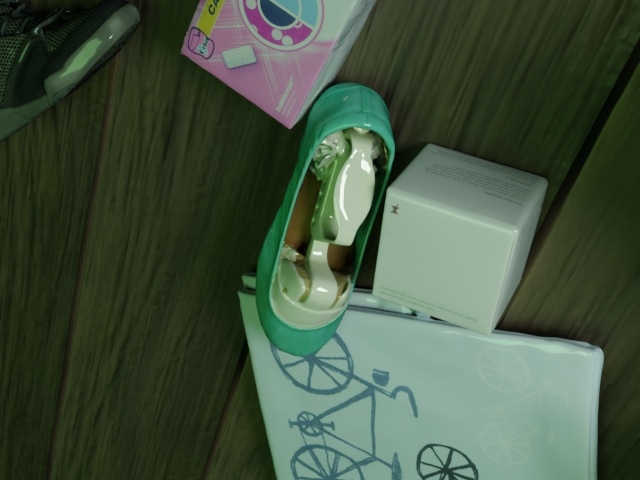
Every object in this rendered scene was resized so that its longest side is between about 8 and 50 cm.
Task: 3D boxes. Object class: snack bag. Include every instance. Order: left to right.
[{"bbox_3d":[0.095,0.187,0.887,0.343,0.037,0.323,6,122,27],"label":"snack bag"}]

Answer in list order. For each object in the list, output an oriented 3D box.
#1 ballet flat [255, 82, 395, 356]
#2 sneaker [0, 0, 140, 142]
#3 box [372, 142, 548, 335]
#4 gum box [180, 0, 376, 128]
[{"bbox_3d":[0.000,0.000,0.758,0.083,0.087,0.247,10,113,-10],"label":"ballet flat"},{"bbox_3d":[-0.258,-0.175,0.830,0.227,0.087,0.130,-18,115,41],"label":"sneaker"},{"bbox_3d":[0.105,-0.002,0.732,0.101,0.087,0.102,19,126,18],"label":"box"},{"bbox_3d":[-0.016,-0.190,0.702,0.107,0.062,0.188,36,129,5],"label":"gum box"}]
